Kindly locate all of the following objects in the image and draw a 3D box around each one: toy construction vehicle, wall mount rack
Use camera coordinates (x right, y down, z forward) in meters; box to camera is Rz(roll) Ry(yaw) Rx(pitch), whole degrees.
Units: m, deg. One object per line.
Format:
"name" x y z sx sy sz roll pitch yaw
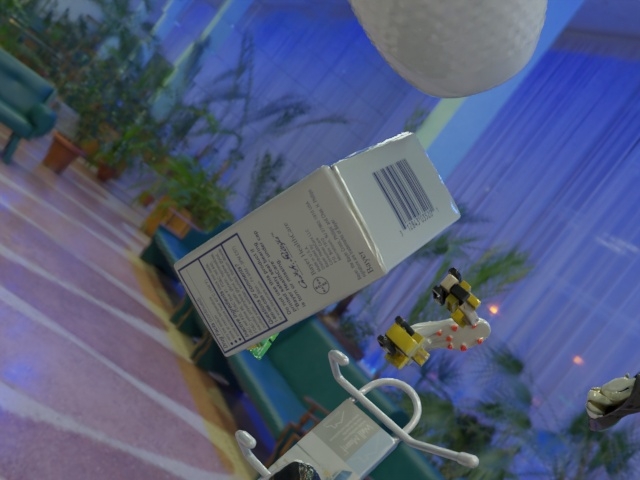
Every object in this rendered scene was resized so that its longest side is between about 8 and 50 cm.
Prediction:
"toy construction vehicle" 0.087 0.069 0.609 0.035 0.086 0.098 40 -11 22
"wall mount rack" 0.048 0.330 1.175 0.304 0.350 0.130 36 -28 34

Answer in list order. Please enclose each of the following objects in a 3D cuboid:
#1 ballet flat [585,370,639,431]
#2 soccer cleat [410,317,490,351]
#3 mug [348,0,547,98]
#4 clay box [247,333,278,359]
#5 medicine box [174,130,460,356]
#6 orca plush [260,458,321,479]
"ballet flat" 0.487 0.262 1.310 0.074 0.074 0.203 38 -31 2
"soccer cleat" 0.212 0.172 1.446 0.076 0.196 0.068 -74 143 -64
"mug" 0.192 -0.400 1.063 0.276 0.374 0.328 15 -40 44
"clay box" -0.137 0.104 1.493 0.053 0.127 0.222 -20 -67 40
"medicine box" 0.000 0.000 1.071 0.149 0.289 0.263 60 33 0
"orca plush" -0.081 0.397 0.993 0.151 0.287 0.102 35 33 -15
